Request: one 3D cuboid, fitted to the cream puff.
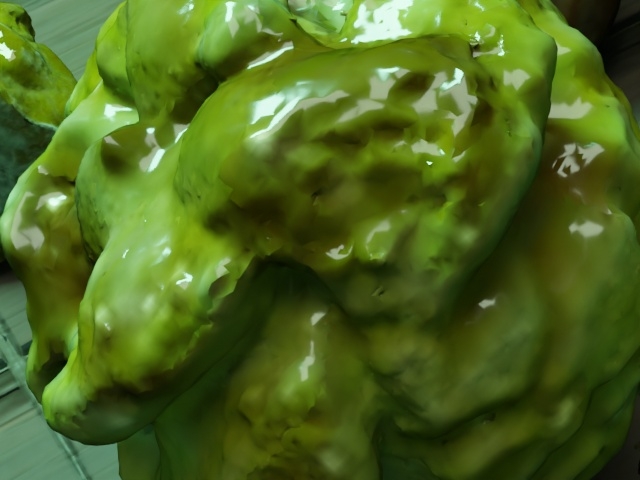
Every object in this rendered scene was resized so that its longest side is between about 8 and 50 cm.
[{"bbox_3d":[-0.190,-0.068,0.791,0.121,0.156,0.156,9,36,-29],"label":"cream puff"}]

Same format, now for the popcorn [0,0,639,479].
[{"bbox_3d":[0.001,0.000,0.573,0.282,0.247,0.282,-27,45,30],"label":"popcorn"}]

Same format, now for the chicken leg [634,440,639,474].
[{"bbox_3d":[0.230,0.157,0.497,0.113,0.093,0.304,-30,53,-9],"label":"chicken leg"}]

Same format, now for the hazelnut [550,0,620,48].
[{"bbox_3d":[0.071,-0.167,0.796,0.214,0.176,0.214,-2,74,5],"label":"hazelnut"}]
